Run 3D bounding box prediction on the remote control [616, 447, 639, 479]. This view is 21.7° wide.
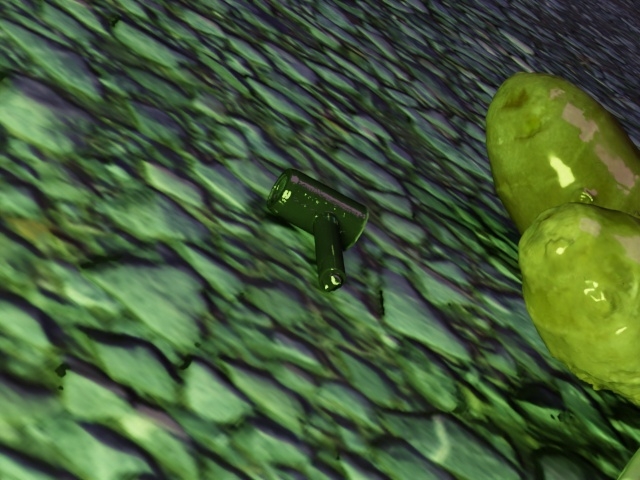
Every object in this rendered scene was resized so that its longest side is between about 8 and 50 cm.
[{"bbox_3d":[0.211,0.163,0.745,0.190,0.029,0.087,39,18,12],"label":"remote control"}]

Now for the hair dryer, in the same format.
[{"bbox_3d":[0.000,0.000,0.804,0.047,0.026,0.083,26,27,-19],"label":"hair dryer"}]

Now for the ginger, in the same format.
[{"bbox_3d":[0.226,0.064,0.914,0.348,0.122,0.363,42,5,-10],"label":"ginger"}]
